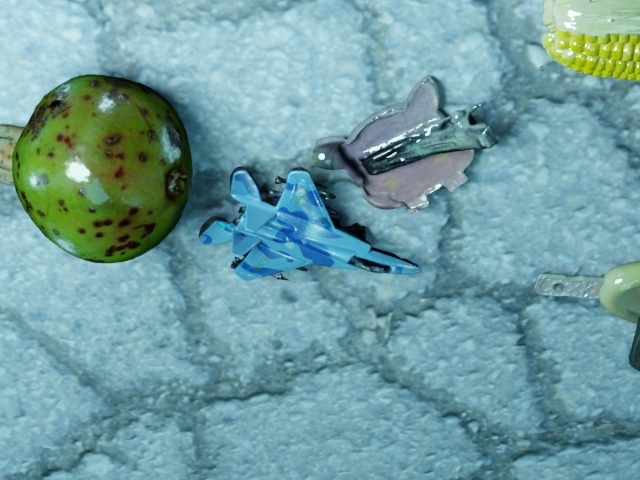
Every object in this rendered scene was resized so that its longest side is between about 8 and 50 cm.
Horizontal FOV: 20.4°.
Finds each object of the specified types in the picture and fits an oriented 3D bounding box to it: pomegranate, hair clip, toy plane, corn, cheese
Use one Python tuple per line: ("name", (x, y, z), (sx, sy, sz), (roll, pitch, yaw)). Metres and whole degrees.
("pomegranate", (-0.242, -0.077, 1.819), (0.248, 0.202, 0.202), (8, 138, 27))
("hair clip", (0.105, -0.096, 1.915), (0.187, 0.056, 0.146), (-23, 132, 26))
("toy plane", (-0.001, -0.005, 1.966), (0.246, 0.078, 0.169), (11, 130, -23))
("corn", (0.373, -0.218, 1.781), (0.305, 0.122, 0.123), (3, 122, -9))
("cheese", (0.344, 0.057, 2.076), (0.192, 0.037, 0.097), (4, 130, -8))

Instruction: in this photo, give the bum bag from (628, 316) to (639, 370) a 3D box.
("bum bag", (0.471, 0.089, 2.071), (0.248, 0.060, 0.123), (-8, 134, -31))
